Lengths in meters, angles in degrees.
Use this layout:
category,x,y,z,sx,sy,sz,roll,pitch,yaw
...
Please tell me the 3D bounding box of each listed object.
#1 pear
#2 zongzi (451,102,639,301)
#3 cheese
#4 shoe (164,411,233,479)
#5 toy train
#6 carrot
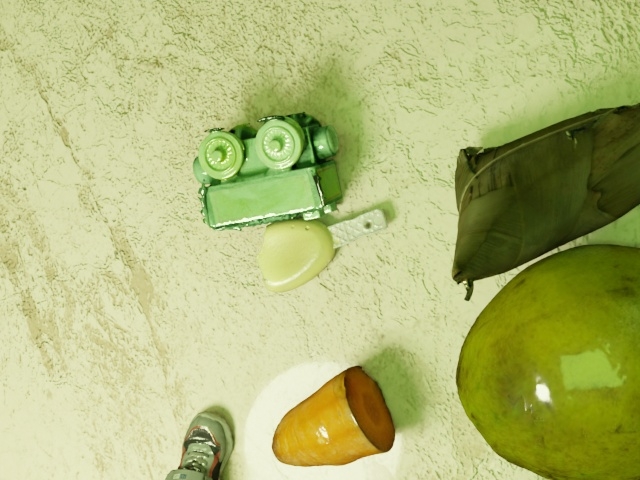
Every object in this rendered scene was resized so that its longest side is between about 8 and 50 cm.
category,x,y,z,sx,sy,sz,roll,pitch,yaw
pear,0.397,0.189,1.343,0.413,0.352,0.352,-37,79,25
zongzi,0.397,-0.081,1.308,0.447,0.418,0.181,-22,104,21
cheese,0.000,0.000,1.617,0.255,0.050,0.127,-22,83,17
shoe,-0.237,0.435,1.669,0.099,0.125,0.228,7,95,22
toy train,-0.093,-0.122,1.596,0.271,0.159,0.188,-10,97,19
carrot,0.002,0.326,1.576,0.225,0.159,0.159,-26,82,26
